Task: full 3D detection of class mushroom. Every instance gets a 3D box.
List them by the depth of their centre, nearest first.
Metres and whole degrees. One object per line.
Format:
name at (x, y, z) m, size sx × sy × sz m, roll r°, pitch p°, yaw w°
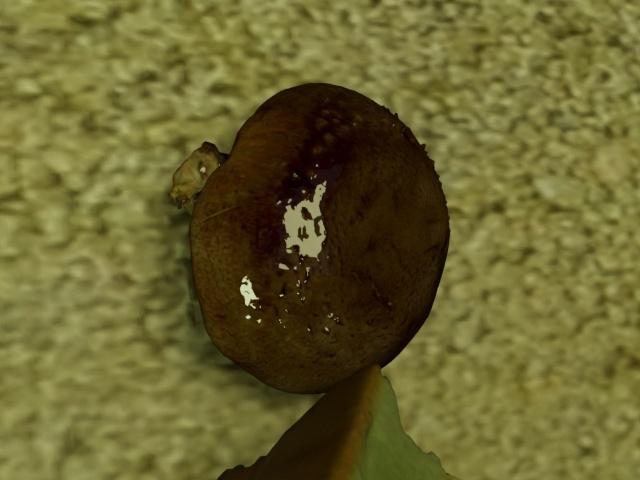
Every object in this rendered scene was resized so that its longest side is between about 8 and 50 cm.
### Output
mushroom at (0.000, 0.000, 0.595) m, size 0.127 × 0.087 × 0.127 m, roll 1°, pitch 89°, yaw -42°

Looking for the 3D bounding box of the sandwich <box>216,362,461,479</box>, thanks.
sandwich at (-0.024, 0.168, 0.508) m, size 0.108 × 0.220 × 0.186 m, roll 39°, pitch 25°, yaw -6°
